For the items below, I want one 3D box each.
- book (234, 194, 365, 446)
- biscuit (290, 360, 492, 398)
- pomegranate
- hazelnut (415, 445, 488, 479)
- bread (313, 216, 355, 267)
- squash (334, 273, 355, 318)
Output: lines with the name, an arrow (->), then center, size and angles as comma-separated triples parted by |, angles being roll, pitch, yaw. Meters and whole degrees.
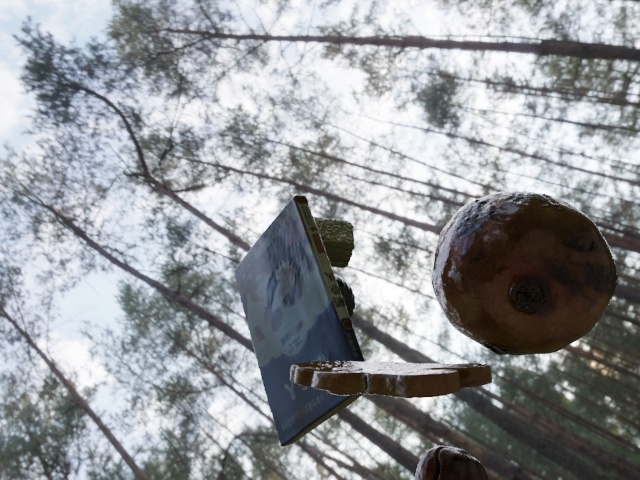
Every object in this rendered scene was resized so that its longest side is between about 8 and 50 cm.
book -> -0.054, 0.162, 1.292 | 0.039, 0.428, 0.300 | 5, -38, -37
biscuit -> 0.066, 0.155, 0.718 | 0.144, 0.236, 0.040 | 13, -108, -48
pomegranate -> 0.367, 0.061, 1.160 | 0.322, 0.322, 0.322 | -18, -61, -36
hazelnut -> 0.280, 0.512, 1.349 | 0.143, 0.154, 0.143 | 18, -90, -80
bread -> 0.000, 0.000, 1.826 | 0.196, 0.138, 0.102 | 7, -56, -6
squash -> 0.009, 0.205, 2.033 | 0.218, 0.172, 0.218 | -19, -61, -39
